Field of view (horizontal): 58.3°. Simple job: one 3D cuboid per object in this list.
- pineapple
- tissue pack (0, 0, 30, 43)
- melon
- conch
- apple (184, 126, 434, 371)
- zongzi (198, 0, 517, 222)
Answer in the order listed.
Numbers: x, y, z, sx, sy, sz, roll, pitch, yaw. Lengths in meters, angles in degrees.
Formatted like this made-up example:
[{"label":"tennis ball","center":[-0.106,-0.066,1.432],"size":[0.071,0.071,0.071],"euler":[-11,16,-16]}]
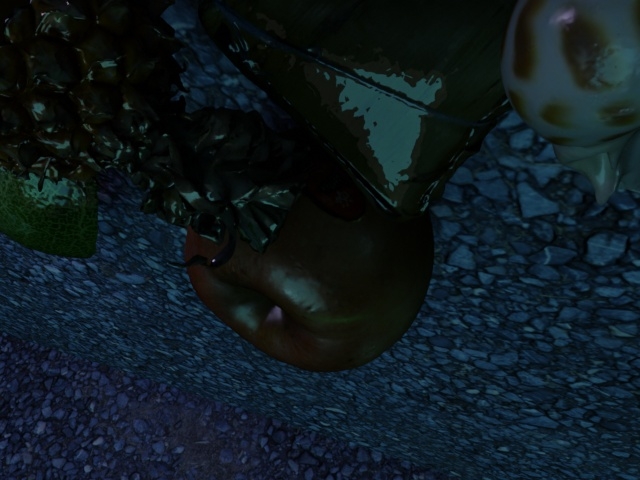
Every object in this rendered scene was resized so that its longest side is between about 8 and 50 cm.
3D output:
[{"label":"pineapple","center":[-0.140,-0.099,0.564],"size":[0.271,0.262,0.262],"euler":[34,148,-6]},{"label":"tissue pack","center":[-0.306,-0.267,0.575],"size":[0.145,0.275,0.194],"euler":[23,149,0]},{"label":"melon","center":[-0.516,-0.114,1.049],"size":[0.331,0.226,0.343],"euler":[49,157,-11]},{"label":"conch","center":[0.221,-0.136,0.399],"size":[0.182,0.149,0.275],"euler":[3,161,24]},{"label":"apple","center":[0.000,0.000,0.792],"size":[0.338,0.305,0.338],"euler":[26,146,19]},{"label":"zongzi","center":[0.088,-0.233,0.533],"size":[0.323,0.160,0.360],"euler":[41,126,-11]}]
